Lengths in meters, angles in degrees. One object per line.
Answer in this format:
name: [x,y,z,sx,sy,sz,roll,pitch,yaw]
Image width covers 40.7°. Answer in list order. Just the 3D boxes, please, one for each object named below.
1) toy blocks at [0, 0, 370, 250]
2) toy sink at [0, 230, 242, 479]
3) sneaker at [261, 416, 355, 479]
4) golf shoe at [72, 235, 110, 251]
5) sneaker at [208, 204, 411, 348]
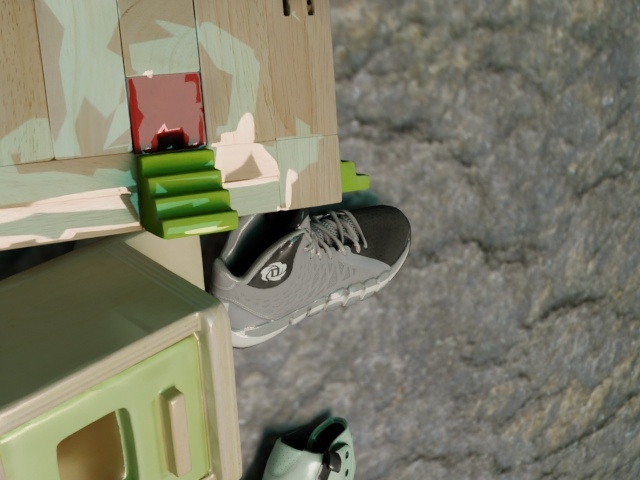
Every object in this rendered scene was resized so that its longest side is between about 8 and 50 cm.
toy blocks: [-0.143,-0.139,0.561,0.382,0.191,0.260,-10,102,-25]
toy sink: [-0.136,0.101,0.572,0.234,0.131,0.152,-26,128,-39]
sneaker: [0.040,0.266,0.903,0.256,0.094,0.151,15,92,-43]
golf shoe: [-0.195,0.068,0.659,0.086,0.069,0.176,1,103,-34]
sneaker: [0.000,0.000,0.756,0.229,0.086,0.132,-30,147,-29]
